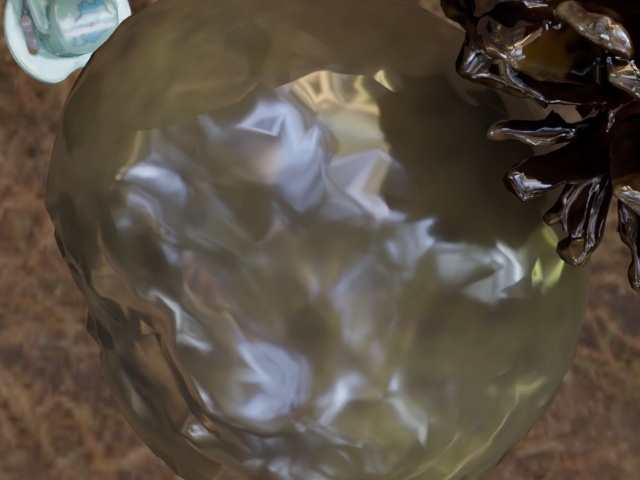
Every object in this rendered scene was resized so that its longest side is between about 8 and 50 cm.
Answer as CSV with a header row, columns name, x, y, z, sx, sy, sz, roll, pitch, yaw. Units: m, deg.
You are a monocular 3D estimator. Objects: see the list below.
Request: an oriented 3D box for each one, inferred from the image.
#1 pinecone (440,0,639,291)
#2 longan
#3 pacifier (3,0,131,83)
name,x,y,z,sx,sy,sz,roll,pitch,yaw
pinecone,0.269,-0.132,1.144,0.397,0.398,0.398,-3,124,-4
longan,0.009,0.003,1.389,0.403,0.404,0.436,-11,112,2
pacifier,-0.264,-0.220,1.785,0.150,0.116,0.127,-29,109,-36
